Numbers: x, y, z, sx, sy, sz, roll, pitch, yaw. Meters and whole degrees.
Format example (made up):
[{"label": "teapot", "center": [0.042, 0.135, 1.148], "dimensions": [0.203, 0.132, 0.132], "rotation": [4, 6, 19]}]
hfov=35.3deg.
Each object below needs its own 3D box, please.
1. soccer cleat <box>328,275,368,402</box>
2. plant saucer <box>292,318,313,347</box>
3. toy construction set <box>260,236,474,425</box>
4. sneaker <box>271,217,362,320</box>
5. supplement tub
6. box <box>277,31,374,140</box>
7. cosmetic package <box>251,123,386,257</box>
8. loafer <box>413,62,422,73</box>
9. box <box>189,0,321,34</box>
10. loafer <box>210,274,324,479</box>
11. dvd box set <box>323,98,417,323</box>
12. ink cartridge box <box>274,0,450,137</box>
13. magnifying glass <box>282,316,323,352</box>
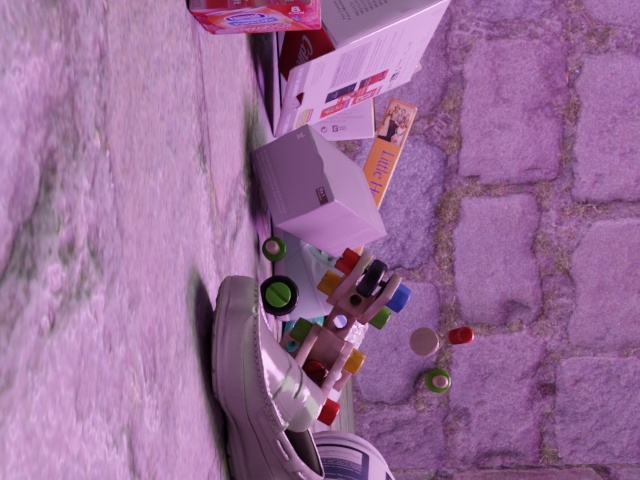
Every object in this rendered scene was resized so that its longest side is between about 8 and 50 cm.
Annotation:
[{"label": "soccer cleat", "center": [0.050, 0.204, 2.229], "dimensions": [0.116, 0.143, 0.331], "rotation": [75, 14, -72]}, {"label": "plant saucer", "center": [-0.038, 0.169, 1.708], "dimensions": [0.067, 0.018, 0.192], "rotation": [-44, -157, 28]}, {"label": "toy construction set", "center": [0.057, 0.146, 1.503], "dimensions": [0.237, 0.309, 0.257], "rotation": [93, 4, -83]}, {"label": "sneaker", "center": [0.000, 0.001, 1.630], "dimensions": [0.094, 0.151, 0.255], "rotation": [55, 31, -79]}, {"label": "supplement tub", "center": [0.008, 0.367, 1.273], "dimensions": [0.272, 0.191, 0.191], "rotation": [-65, 153, -80]}, {"label": "box", "center": [0.013, -0.363, 1.878], "dimensions": [0.215, 0.168, 0.345], "rotation": [-66, 153, -80]}, {"label": "cosmetic package", "center": [0.002, -0.066, 1.473], "dimensions": [0.238, 0.107, 0.127], "rotation": [27, 41, -63]}, {"label": "loafer", "center": [0.140, -0.414, 1.844], "dimensions": [0.102, 0.092, 0.268], "rotation": [55, 34, -83]}, {"label": "box", "center": [-0.069, -0.354, 1.049], "dimensions": [0.122, 0.128, 0.256], "rotation": [7, 81, -86]}, {"label": "loafer", "center": [-0.053, 0.162, 1.089], "dimensions": [0.112, 0.112, 0.319], "rotation": [-88, 174, -46]}, {"label": "dvd box set", "center": [0.075, -0.040, 1.991], "dimensions": [0.307, 0.062, 0.420], "rotation": [105, 7, -78]}, {"label": "ink cartridge box", "center": [0.030, -0.312, 1.580], "dimensions": [0.130, 0.272, 0.309], "rotation": [61, -14, 9]}, {"label": "magnifying glass", "center": [-0.036, 0.112, 1.719], "dimensions": [0.092, 0.026, 0.231], "rotation": [-49, -158, 21]}]
